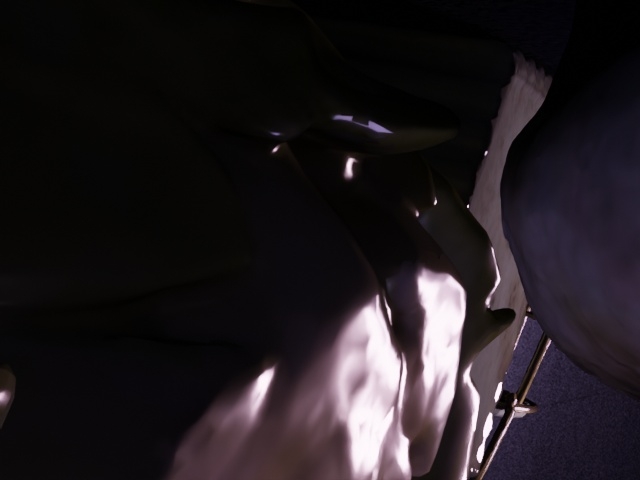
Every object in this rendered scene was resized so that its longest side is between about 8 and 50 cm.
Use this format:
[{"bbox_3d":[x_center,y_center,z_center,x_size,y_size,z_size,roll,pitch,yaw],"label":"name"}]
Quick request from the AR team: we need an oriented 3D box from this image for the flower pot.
[{"bbox_3d":[0.000,0.000,0.802,0.190,0.239,0.209,13,148,18],"label":"flower pot"}]

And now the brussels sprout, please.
[{"bbox_3d":[-0.159,0.039,0.557,0.361,0.342,0.425,25,168,27],"label":"brussels sprout"}]

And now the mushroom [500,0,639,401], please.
[{"bbox_3d":[0.166,0.014,0.450,0.247,0.130,0.344,34,175,-19],"label":"mushroom"}]

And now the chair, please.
[{"bbox_3d":[0.107,0.118,1.328,0.160,0.325,0.170,15,180,-5],"label":"chair"}]
